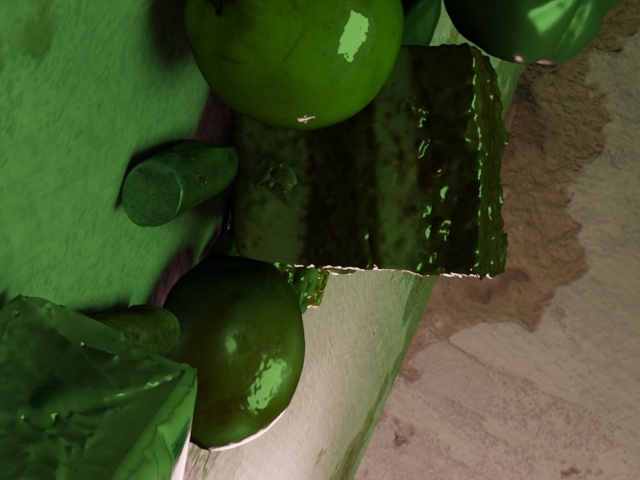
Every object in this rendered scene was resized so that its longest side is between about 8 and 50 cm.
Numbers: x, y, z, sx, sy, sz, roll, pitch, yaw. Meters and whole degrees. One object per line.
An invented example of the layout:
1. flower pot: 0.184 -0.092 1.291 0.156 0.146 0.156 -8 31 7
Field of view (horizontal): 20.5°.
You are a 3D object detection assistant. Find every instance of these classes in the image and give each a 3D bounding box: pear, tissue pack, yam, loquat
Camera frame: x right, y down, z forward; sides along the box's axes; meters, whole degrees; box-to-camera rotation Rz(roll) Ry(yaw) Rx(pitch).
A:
1. pear: -0.024 -0.208 1.689 0.269 0.212 0.212 13 99 -61
2. tissue pack: -0.260 0.288 1.512 0.297 0.207 0.380 -54 161 -55
3. yam: -0.216 0.101 1.731 0.300 0.066 0.066 -9 120 -73
4. yam: -0.138 -0.064 1.778 0.169 0.068 0.068 -40 149 -66
5. loquat: -0.105 0.122 1.973 0.179 0.179 0.227 82 31 -66

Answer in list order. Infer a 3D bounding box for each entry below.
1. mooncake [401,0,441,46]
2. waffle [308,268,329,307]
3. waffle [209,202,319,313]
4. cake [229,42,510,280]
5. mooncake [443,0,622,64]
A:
1. mooncake: 0.087 -0.287 2.277 0.175 0.104 0.168 -39 152 -61
2. waffle: 0.000 0.000 2.452 0.197 0.070 0.193 62 50 -73
3. waffle: -0.058 0.015 2.204 0.292 0.056 0.309 -65 157 -16
4. cake: 0.055 -0.083 1.933 0.282 0.290 0.255 6 84 -80
5. mooncake: 0.248 -0.313 1.894 0.275 0.135 0.275 -34 142 -31
